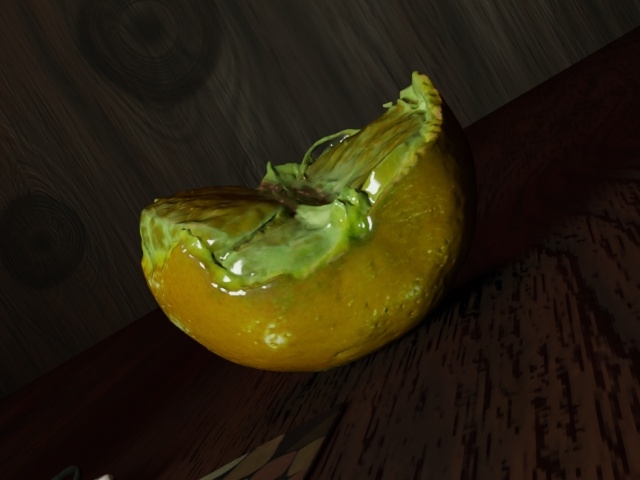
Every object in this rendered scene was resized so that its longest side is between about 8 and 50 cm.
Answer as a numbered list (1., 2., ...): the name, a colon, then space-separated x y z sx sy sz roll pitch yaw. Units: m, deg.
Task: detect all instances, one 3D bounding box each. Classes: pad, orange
1. pad: -0.070 0.155 0.812 0.158 0.003 0.235 -30 4 14
2. orange: 0.005 0.004 1.016 0.237 0.158 0.179 -28 10 -10

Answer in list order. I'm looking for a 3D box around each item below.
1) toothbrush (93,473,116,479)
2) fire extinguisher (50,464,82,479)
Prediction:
1. toothbrush: -0.224 0.217 1.102 0.288 0.024 0.021 -30 1 45
2. fire extinguisher: -0.201 0.190 1.018 0.157 0.045 0.078 -28 30 48
